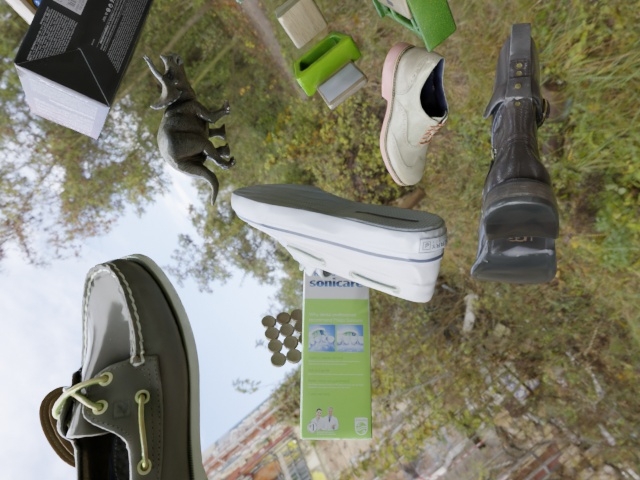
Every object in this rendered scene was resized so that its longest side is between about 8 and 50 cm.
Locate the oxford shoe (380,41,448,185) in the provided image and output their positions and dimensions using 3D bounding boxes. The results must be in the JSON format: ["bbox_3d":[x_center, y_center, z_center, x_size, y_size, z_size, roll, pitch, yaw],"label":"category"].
[{"bbox_3d":[0.250,-0.296,1.089,0.146,0.140,0.397,33,150,39],"label":"oxford shoe"}]

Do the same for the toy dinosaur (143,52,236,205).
[{"bbox_3d":[-0.261,-0.205,0.838,0.121,0.160,0.313,148,117,-65],"label":"toy dinosaur"}]

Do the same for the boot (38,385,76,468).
[{"bbox_3d":[-0.442,0.402,0.853,0.283,0.109,0.220,41,149,-14],"label":"boot"}]

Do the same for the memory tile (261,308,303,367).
[{"bbox_3d":[-0.076,0.232,1.001,0.148,0.113,0.012,-113,17,-45],"label":"memory tile"}]

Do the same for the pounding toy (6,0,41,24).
[{"bbox_3d":[-0.560,-0.525,0.827,0.100,0.141,0.130,15,153,45],"label":"pounding toy"}]

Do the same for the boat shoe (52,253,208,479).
[{"bbox_3d":[-0.166,0.156,0.357,0.091,0.109,0.305,5,-112,-58],"label":"boat shoe"}]

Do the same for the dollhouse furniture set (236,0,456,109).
[{"bbox_3d":[-0.012,-0.322,0.471,0.301,0.197,0.151,44,-164,-42],"label":"dollhouse furniture set"}]

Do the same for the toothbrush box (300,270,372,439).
[{"bbox_3d":[0.025,0.204,0.785,0.206,0.122,0.283,93,177,-74],"label":"toothbrush box"}]

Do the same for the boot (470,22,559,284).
[{"bbox_3d":[0.235,-0.082,0.502,0.091,0.229,0.263,3,153,18],"label":"boot"}]

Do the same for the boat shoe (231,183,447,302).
[{"bbox_3d":[0.000,0.000,0.381,0.226,0.083,0.075,18,117,39],"label":"boat shoe"}]

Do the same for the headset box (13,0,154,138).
[{"bbox_3d":[-0.350,-0.291,0.635,0.110,0.218,0.293,22,171,-30],"label":"headset box"}]
